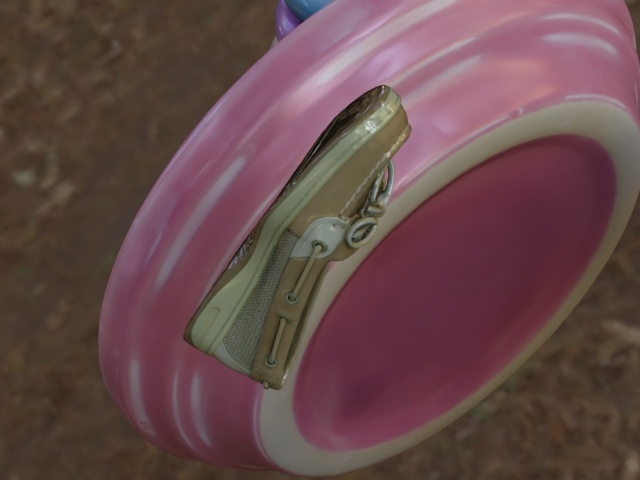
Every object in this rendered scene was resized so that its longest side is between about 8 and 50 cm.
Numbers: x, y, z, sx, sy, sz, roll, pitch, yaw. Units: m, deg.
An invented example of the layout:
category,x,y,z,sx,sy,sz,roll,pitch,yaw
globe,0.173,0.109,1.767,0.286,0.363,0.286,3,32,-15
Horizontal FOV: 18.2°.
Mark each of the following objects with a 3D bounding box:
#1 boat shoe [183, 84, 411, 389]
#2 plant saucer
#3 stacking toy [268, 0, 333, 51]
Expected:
category,x,y,z,sx,sy,sz,roll,pitch,yaw
boat shoe,-0.001,0.001,0.774,0.153,0.048,0.056,-53,3,37
plant saucer,0.046,0.003,1.012,0.332,0.332,0.084,-39,62,-9
stacking toy,0.037,-0.214,1.086,0.141,0.330,0.141,0,41,0
